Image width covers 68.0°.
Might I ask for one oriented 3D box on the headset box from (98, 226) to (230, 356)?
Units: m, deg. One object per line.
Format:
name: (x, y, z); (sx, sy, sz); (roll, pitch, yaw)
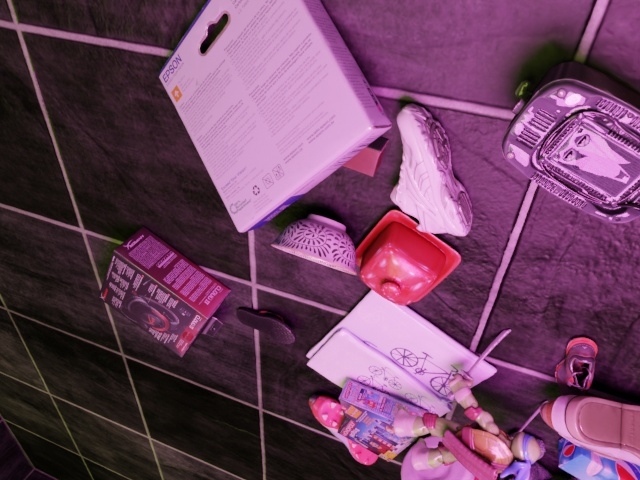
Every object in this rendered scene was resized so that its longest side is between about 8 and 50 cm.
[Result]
headset box: (-0.375, 0.141, 1.166); (0.293, 0.110, 0.218); (37, 132, -2)

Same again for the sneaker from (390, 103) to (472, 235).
sneaker: (0.153, -0.097, 0.749); (0.115, 0.090, 0.232); (-9, 118, 35)

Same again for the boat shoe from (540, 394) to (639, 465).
boat shoe: (0.548, 0.345, 0.865); (0.302, 0.113, 0.103); (24, 163, -11)

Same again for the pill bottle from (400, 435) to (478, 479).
pill bottle: (0.334, 0.638, 1.142); (0.176, 0.176, 0.318); (-15, 116, 34)

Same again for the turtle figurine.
turtle figurine: (0.302, 0.359, 0.944); (0.266, 0.274, 0.198); (-20, 136, 35)

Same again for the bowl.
bowl: (0.000, 0.000, 0.880); (0.170, 0.170, 0.080); (18, 86, 13)

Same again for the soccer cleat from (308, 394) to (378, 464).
soccer cleat: (0.064, 0.492, 1.244); (0.248, 0.083, 0.095); (49, 161, -20)

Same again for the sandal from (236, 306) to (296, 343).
sandal: (-0.126, 0.194, 1.137); (0.179, 0.040, 0.067); (16, 125, 34)

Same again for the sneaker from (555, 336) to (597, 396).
sneaker: (0.464, 0.250, 0.865); (0.061, 0.065, 0.157); (4, 125, 24)

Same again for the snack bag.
snack bag: (0.166, 0.279, 1.053); (0.323, 0.037, 0.342); (36, 131, -2)

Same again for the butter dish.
butter dish: (0.139, 0.056, 0.847); (0.160, 0.118, 0.160); (36, 132, -1)

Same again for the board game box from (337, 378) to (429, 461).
board game box: (0.121, 0.417, 1.116); (0.194, 0.060, 0.194); (29, 134, 4)

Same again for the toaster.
toaster: (0.344, -0.126, 0.592); (0.227, 0.146, 0.129); (31, 132, 3)

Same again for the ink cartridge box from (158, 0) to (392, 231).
ink cartridge box: (-0.094, -0.227, 0.759); (0.324, 0.071, 0.330); (-32, 82, 39)

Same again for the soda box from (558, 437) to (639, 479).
soda box: (0.598, 0.474, 0.964); (0.210, 0.067, 0.071); (30, 132, 3)

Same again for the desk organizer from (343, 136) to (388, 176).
desk organizer: (0.040, -0.157, 0.786); (0.130, 0.047, 0.050); (22, 133, 10)

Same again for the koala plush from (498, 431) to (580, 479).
koala plush: (0.495, 0.553, 1.006); (0.221, 0.196, 0.203); (9, 139, 20)
